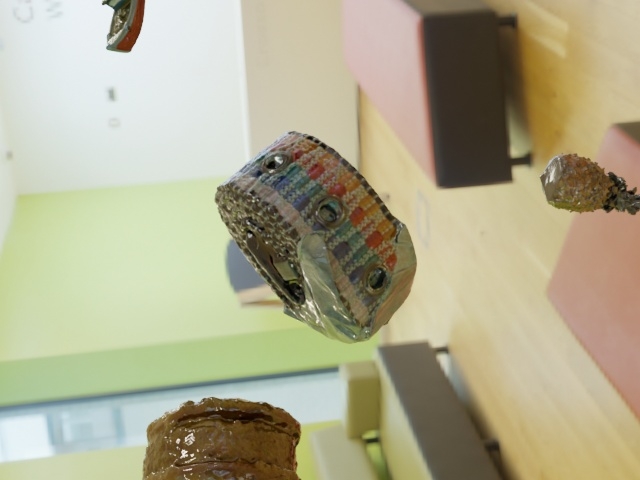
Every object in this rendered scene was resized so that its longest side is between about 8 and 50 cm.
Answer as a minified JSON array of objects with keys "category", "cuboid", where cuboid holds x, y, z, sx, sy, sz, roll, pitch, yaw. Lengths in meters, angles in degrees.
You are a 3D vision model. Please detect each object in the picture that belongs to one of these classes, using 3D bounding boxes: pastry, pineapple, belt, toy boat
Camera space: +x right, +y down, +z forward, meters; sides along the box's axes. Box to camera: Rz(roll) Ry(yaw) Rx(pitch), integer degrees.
[{"category":"pastry","cuboid":[-0.109,0.251,1.109,0.189,0.188,0.103,97,172,-58]},{"category":"pineapple","cuboid":[0.491,-0.089,1.756,0.108,0.197,0.108,-166,90,-77]},{"category":"belt","cuboid":[0.000,0.000,1.192,0.257,0.150,0.207,50,160,-2]},{"category":"toy boat","cuboid":[-0.339,-0.386,1.690,0.069,0.058,0.173,-26,51,41]}]
